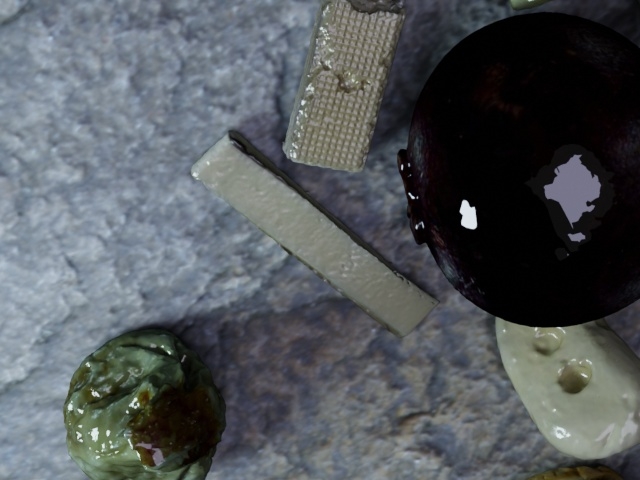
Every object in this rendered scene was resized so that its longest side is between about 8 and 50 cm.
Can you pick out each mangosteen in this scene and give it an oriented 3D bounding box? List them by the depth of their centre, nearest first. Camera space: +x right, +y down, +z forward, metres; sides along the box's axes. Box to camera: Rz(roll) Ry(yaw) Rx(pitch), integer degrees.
[{"bbox_3d":[0.313,-0.089,1.334,0.435,0.382,0.382,-11,116,4],"label":"mangosteen"}]

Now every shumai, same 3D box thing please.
[{"bbox_3d":[-0.231,0.274,1.516,0.225,0.222,0.261,-2,120,-10],"label":"shumai"}]

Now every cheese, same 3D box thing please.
[{"bbox_3d":[-0.001,0.000,1.523,0.400,0.034,0.085,38,109,-22],"label":"cheese"},{"bbox_3d":[0.355,0.187,1.554,0.173,0.248,0.251,-34,109,6],"label":"cheese"}]

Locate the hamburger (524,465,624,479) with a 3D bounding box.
[{"bbox_3d":[0.401,0.494,1.757,0.259,0.145,0.283,-17,122,-4],"label":"hamburger"}]

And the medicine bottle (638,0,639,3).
[{"bbox_3d":[0.540,-0.310,1.398,0.250,0.137,0.141,-35,116,8],"label":"medicine bottle"}]

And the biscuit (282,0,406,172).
[{"bbox_3d":[0.028,-0.203,1.413,0.108,0.062,0.239,9,113,-13],"label":"biscuit"}]

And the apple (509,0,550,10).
[{"bbox_3d":[0.260,-0.380,1.292,0.174,0.207,0.188,-42,120,-20],"label":"apple"}]
